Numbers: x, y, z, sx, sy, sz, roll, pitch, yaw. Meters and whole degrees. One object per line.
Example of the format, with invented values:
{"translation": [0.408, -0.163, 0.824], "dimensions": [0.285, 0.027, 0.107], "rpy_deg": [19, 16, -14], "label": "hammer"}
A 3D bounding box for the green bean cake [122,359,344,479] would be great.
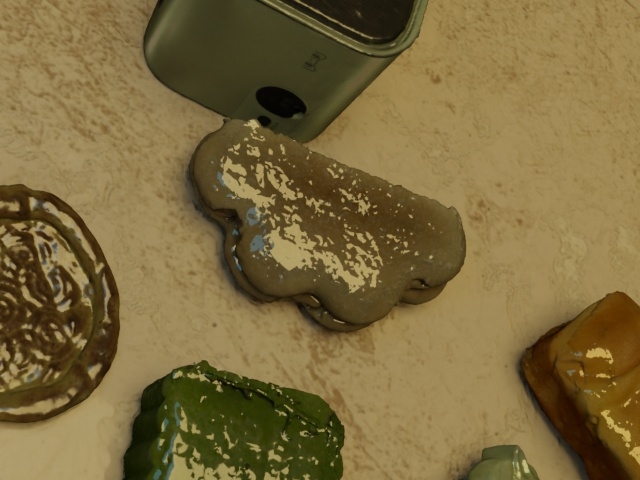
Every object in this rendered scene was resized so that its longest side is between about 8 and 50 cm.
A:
{"translation": [-0.088, 0.240, 1.144], "dimensions": [0.214, 0.113, 0.200], "rpy_deg": [17, 65, -19], "label": "green bean cake"}

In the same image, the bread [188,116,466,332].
{"translation": [0.002, -0.003, 1.281], "dimensions": [0.337, 0.102, 0.183], "rpy_deg": [22, 64, -15], "label": "bread"}

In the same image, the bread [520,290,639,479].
{"translation": [0.380, 0.213, 1.361], "dimensions": [0.166, 0.132, 0.294], "rpy_deg": [-29, 87, -23], "label": "bread"}

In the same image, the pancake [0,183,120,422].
{"translation": [-0.321, 0.065, 1.148], "dimensions": [0.250, 0.031, 0.250], "rpy_deg": [8, 70, -22], "label": "pancake"}

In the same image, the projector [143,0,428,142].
{"translation": [-0.032, -0.289, 1.283], "dimensions": [0.248, 0.249, 0.248], "rpy_deg": [25, 64, -15], "label": "projector"}

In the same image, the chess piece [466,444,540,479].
{"translation": [0.168, 0.361, 1.215], "dimensions": [0.176, 0.175, 0.298], "rpy_deg": [52, 47, 0], "label": "chess piece"}
